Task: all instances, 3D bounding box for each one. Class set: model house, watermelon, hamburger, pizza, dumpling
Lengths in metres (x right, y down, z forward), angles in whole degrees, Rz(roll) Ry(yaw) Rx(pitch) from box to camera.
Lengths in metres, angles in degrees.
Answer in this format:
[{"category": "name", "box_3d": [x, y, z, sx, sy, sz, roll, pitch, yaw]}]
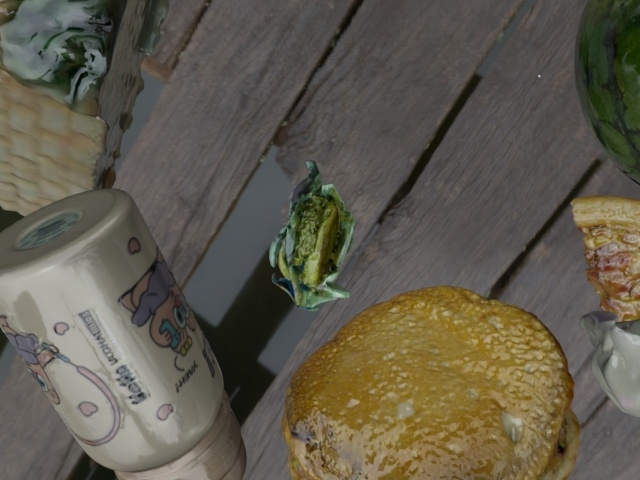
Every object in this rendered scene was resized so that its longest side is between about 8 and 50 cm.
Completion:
[{"category": "model house", "box_3d": [-0.344, -0.294, 0.745, 0.399, 0.395, 0.446, 16, 70, -10]}, {"category": "watermelon", "box_3d": [0.485, -0.216, 0.944, 0.363, 0.363, 0.364, 3, 103, 15]}, {"category": "hamburger", "box_3d": [0.003, 0.003, 1.504, 0.150, 0.276, 0.261, 11, 67, 10]}, {"category": "pizza", "box_3d": [0.637, 0.066, 1.481, 0.409, 0.114, 0.278, 46, 136, 10]}, {"category": "dumpling", "box_3d": [0.333, 0.126, 0.814, 0.127, 0.188, 0.108, 33, 100, 2]}, {"category": "hamburger", "box_3d": [0.111, 0.198, 0.807, 0.289, 0.314, 0.170, 24, 143, 44]}]

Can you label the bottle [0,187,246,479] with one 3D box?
[{"category": "bottle", "box_3d": [-0.113, 0.076, 0.471, 0.097, 0.110, 0.209, -11, 119, 20]}]
